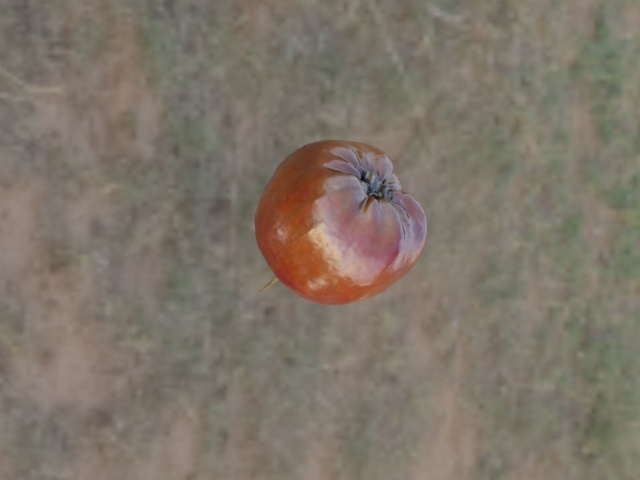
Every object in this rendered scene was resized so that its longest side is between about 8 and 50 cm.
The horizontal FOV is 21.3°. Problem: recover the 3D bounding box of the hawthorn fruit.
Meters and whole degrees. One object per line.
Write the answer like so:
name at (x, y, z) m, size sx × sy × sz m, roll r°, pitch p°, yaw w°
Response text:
hawthorn fruit at (0.010, -0.005, 1.242) m, size 0.140 × 0.125 × 0.125 m, roll -50°, pitch 144°, yaw 0°
